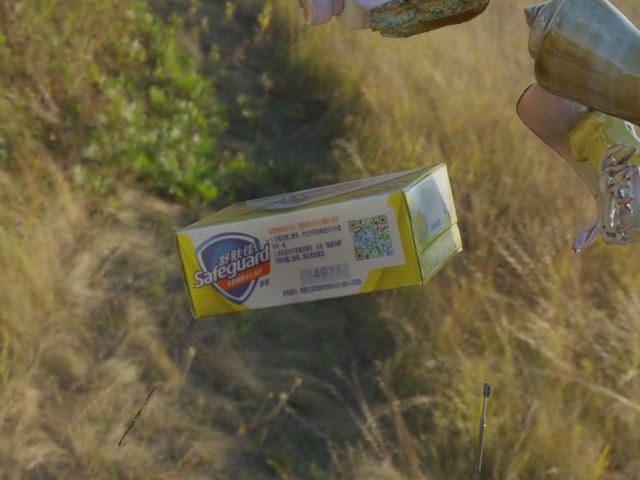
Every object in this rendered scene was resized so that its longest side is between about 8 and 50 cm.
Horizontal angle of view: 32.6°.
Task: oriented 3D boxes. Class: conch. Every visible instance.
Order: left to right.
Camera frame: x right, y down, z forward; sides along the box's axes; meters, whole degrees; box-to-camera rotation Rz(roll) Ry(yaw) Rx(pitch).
[{"bbox_3d":[0.344,-0.215,1.371,0.127,0.158,0.255,-29,57,-19],"label":"conch"}]

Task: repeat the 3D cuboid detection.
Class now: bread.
[{"bbox_3d":[0.149,-0.296,1.360,0.154,0.054,0.136,-5,25,25],"label":"bread"}]

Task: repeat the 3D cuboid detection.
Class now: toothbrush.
[{"bbox_3d":[0.170,0.196,1.144,0.006,0.097,0.008,1,10,-24],"label":"toothbrush"}]

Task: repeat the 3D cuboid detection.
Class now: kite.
[{"bbox_3d":[-0.248,0.242,1.439,0.004,0.090,0.122,33,29,-5],"label":"kite"}]

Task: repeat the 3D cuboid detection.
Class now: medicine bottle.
[{"bbox_3d":[0.075,-0.359,1.534,0.219,0.078,0.115,-20,65,-16],"label":"medicine bottle"}]

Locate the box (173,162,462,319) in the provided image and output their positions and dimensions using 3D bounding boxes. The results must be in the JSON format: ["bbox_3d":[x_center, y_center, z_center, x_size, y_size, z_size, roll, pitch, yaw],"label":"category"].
[{"bbox_3d":[0.000,0.000,1.156,0.265,0.097,0.168,-9,10,25],"label":"box"}]

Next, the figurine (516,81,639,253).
[{"bbox_3d":[0.413,-0.109,1.524,0.206,0.284,0.316,-22,66,-17],"label":"figurine"}]
